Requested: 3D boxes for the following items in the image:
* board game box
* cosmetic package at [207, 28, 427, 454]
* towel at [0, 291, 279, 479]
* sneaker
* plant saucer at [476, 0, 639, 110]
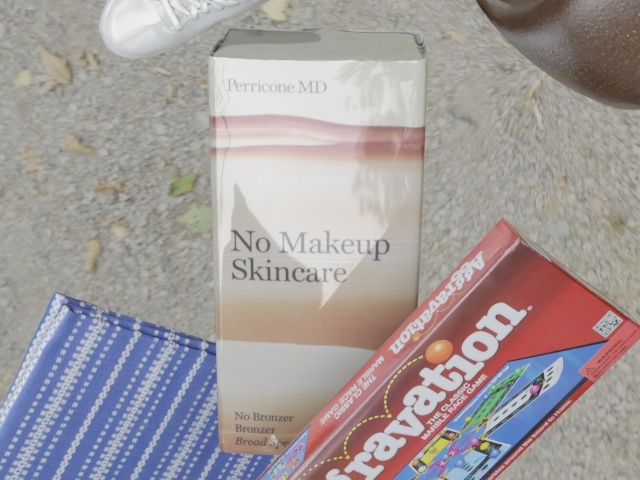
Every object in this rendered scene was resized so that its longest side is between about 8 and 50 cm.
[{"bbox_3d":[0.069,0.125,0.677,0.145,0.027,0.281,32,107,-35],"label":"board game box"},{"bbox_3d":[0.000,0.000,0.768,0.153,0.129,0.296,0,109,3],"label":"cosmetic package"},{"bbox_3d":[-0.145,0.189,0.899,0.040,0.336,0.243,32,96,45],"label":"towel"},{"bbox_3d":[-0.097,-0.225,0.927,0.212,0.094,0.080,-27,113,-8],"label":"sneaker"},{"bbox_3d":[0.092,-0.204,0.399,0.050,0.310,0.311,-6,99,-8],"label":"plant saucer"}]
